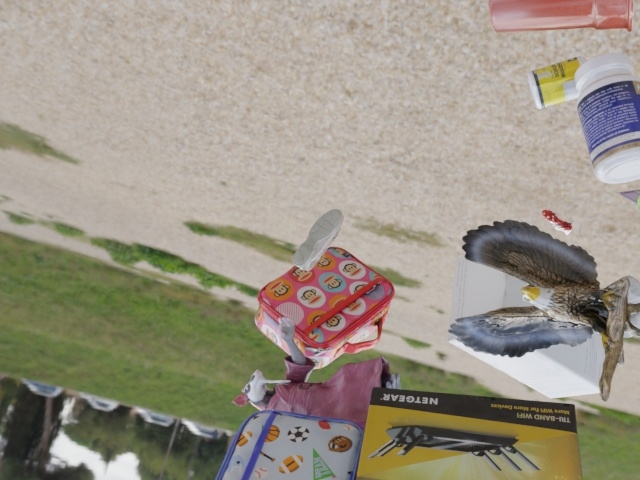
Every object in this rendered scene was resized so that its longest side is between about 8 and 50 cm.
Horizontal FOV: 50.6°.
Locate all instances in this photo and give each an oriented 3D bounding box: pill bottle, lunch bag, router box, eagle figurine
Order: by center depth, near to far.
[{"bbox_3d":[0.209,0.340,0.969,0.309,0.243,0.081,2,129,13],"label":"router box"},{"bbox_3d":[-0.061,0.403,1.051,0.243,0.115,0.303,6,-148,14],"label":"lunch bag"},{"bbox_3d":[0.381,0.099,1.145,0.298,0.226,0.225,13,144,55],"label":"eagle figurine"},{"bbox_3d":[0.664,-0.275,1.520,0.153,0.264,0.153,-6,160,-2],"label":"pill bottle"},{"bbox_3d":[0.024,0.159,1.546,0.258,0.293,0.120,36,137,26],"label":"lunch bag"},{"bbox_3d":[0.636,-0.411,1.739,0.184,0.103,0.103,-15,159,16],"label":"pill bottle"}]

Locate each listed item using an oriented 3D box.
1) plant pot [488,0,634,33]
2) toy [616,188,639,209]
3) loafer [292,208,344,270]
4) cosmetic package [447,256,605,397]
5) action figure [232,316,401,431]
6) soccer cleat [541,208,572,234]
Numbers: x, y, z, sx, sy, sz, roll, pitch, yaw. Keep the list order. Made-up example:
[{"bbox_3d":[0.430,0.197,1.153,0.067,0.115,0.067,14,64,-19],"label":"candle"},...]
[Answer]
[{"bbox_3d":[0.478,-0.539,1.360,0.265,0.272,0.272,-2,163,22],"label":"plant pot"},{"bbox_3d":[0.687,-0.093,1.250,0.237,0.056,0.137,-13,-148,-23],"label":"toy"},{"bbox_3d":[0.000,0.000,1.206,0.045,0.125,0.039,37,178,37],"label":"loafer"},{"bbox_3d":[0.474,0.190,1.525,0.385,0.217,0.156,31,146,-27],"label":"cosmetic package"},{"bbox_3d":[-0.004,0.330,1.374,0.370,0.248,0.275,-1,137,31],"label":"action figure"},{"bbox_3d":[0.565,-0.043,1.625,0.083,0.029,0.035,37,156,29],"label":"soccer cleat"}]
